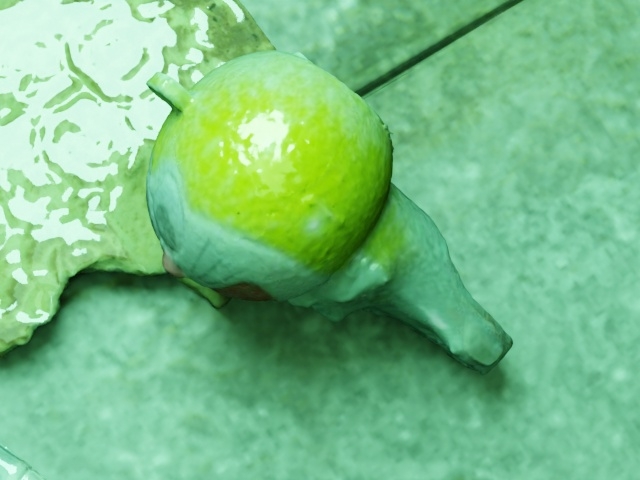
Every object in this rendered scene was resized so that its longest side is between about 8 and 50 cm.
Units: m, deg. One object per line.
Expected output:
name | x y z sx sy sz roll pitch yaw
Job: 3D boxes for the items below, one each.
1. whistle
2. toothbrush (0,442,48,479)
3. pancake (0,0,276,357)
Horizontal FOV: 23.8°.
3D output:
whistle | 0.000 0.000 0.708 0.223 0.123 0.123 41 78 -23
toothbrush | -0.168 0.106 0.729 0.342 0.025 0.030 36 82 2
pancake | -0.125 -0.051 0.758 0.235 0.029 0.212 -6 80 -6
